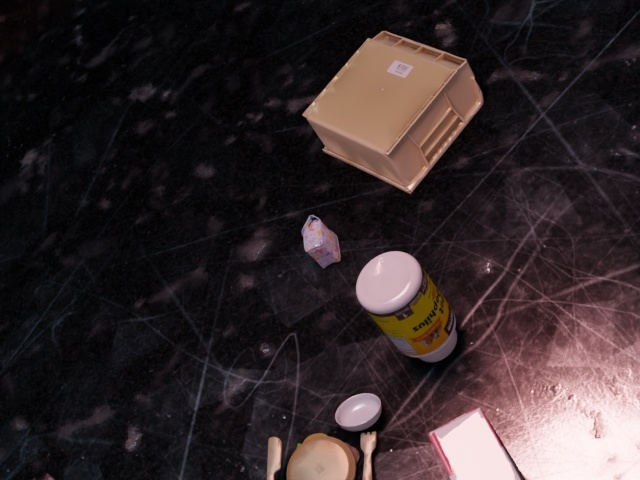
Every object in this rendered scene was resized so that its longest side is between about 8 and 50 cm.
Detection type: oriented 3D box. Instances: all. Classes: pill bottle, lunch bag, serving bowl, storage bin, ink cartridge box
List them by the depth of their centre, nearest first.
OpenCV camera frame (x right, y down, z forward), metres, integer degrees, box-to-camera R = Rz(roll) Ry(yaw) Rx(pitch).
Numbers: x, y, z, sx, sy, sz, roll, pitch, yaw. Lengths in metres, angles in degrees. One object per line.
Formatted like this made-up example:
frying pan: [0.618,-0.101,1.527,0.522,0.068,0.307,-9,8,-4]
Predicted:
ink cartridge box: [0.257,0.368,1.648,0.092,0.218,0.158,-29,46,3]
pill bottle: [0.153,0.119,1.904,0.117,0.215,0.117,-17,49,21]
serving bowl: [0.068,0.300,1.944,0.083,0.027,0.083,-18,28,10]
lunch bag: [0.000,0.000,2.194,0.053,0.071,0.083,-23,50,21]
storage bin: [0.147,-0.268,2.270,0.262,0.123,0.260,30,75,43]

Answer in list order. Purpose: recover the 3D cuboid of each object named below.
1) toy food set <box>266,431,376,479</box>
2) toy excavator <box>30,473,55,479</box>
toy food set: [0.004,0.390,1.925,0.192,0.038,0.132,-5,59,16]
toy excavator: [-0.430,0.638,1.877,0.222,0.433,0.445,-38,88,-9]
